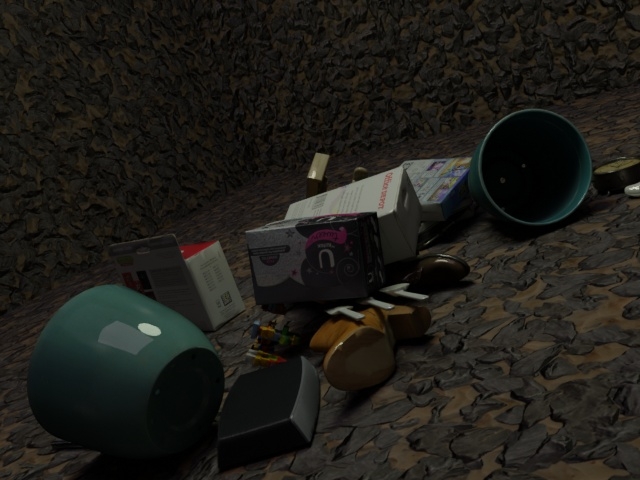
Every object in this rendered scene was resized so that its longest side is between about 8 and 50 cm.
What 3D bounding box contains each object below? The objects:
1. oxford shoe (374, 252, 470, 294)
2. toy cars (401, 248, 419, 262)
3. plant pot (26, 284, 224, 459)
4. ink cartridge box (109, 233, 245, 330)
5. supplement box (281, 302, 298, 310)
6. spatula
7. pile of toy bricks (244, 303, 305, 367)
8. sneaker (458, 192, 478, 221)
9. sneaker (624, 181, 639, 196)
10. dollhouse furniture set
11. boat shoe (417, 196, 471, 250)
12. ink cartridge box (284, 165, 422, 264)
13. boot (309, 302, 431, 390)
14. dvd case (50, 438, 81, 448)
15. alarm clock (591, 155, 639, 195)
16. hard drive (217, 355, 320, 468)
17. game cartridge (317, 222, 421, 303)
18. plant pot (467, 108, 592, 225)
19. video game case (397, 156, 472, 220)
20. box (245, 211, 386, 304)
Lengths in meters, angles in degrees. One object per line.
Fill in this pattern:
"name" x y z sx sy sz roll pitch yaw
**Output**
"oxford shoe" 0.215 0.087 1.557 0.227 0.082 0.096 -11 35 32
"toy cars" 0.121 0.039 1.834 0.394 0.087 0.176 2 38 48
"plant pot" -0.311 0.244 1.246 0.235 0.293 0.293 12 30 34
"ink cartridge box" -0.387 0.098 1.907 0.309 0.271 0.130 -7 19 41
"supplement box" -0.079 0.140 1.794 0.083 0.043 0.055 -29 18 -35
"spatula" 0.106 0.113 1.341 0.168 0.019 0.242 -15 1 -11
"pile of toy bricks" -0.084 0.198 1.494 0.105 0.118 0.212 13 6 1
"sneaker" 0.400 -0.132 2.057 0.095 0.104 0.236 -16 13 22
"sneaker" 0.780 -0.141 1.654 0.152 0.061 0.054 -14 17 30
"dollhouse furniture set" 0.086 -0.135 2.047 0.242 0.161 0.212 12 49 6
"boat shoe" 0.321 -0.045 1.902 0.219 0.070 0.078 -30 6 -22
"ink cartridge box" 0.065 -0.027 1.642 0.306 0.131 0.226 -16 27 22
"boot" 0.048 0.195 1.312 0.211 0.104 0.295 -14 8 44
"dvd case" -0.425 0.358 1.484 0.165 0.018 0.221 -13 16 32
"alarm clock" 0.759 -0.173 1.798 0.192 0.064 0.129 -32 18 -33
"hard drive" -0.089 0.283 1.227 0.172 0.054 0.254 -18 14 7
"game cartridge" 0.049 0.027 1.772 0.324 0.052 0.285 -41 27 -23
"plant pot" 0.486 -0.165 1.774 0.272 0.271 0.255 -21 0 -5
"video game case" 0.281 -0.140 1.951 0.244 0.061 0.269 0 31 38
"box" -0.009 0.034 1.470 0.247 0.163 0.142 -6 7 21
